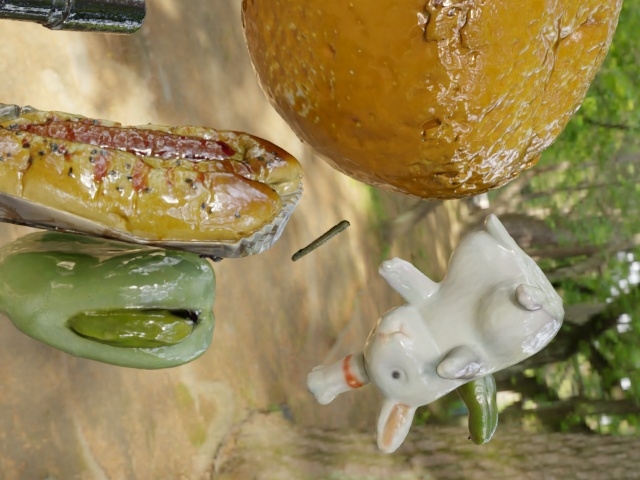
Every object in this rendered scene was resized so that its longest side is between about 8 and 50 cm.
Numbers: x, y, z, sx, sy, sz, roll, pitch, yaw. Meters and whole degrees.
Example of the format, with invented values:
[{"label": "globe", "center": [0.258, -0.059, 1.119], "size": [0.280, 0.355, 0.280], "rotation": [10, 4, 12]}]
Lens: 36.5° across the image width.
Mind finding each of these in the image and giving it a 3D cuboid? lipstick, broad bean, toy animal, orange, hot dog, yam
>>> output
[{"label": "lipstick", "center": [-0.352, -0.312, 1.246], "size": [0.300, 0.081, 0.081], "rotation": [-8, 87, -52]}, {"label": "broad bean", "center": [0.156, 0.131, 1.125], "size": [0.070, 0.048, 0.213], "rotation": [-53, -132, 50]}, {"label": "toy animal", "center": [0.105, 0.102, 0.974], "size": [0.138, 0.282, 0.140], "rotation": [54, 9, -51]}, {"label": "broad bean", "center": [-0.191, 0.047, 0.839], "size": [0.169, 0.228, 0.100], "rotation": [-6, 105, -41]}, {"label": "orange", "center": [0.089, -0.208, 0.833], "size": [0.341, 0.293, 0.340], "rotation": [-35, 141, -35]}, {"label": "hot dog", "center": [-0.136, -0.045, 0.669], "size": [0.131, 0.253, 0.069], "rotation": [-95, -164, -59]}, {"label": "yam", "center": [0.000, 0.000, 1.459], "size": [0.014, 0.107, 0.014], "rotation": [53, 12, -16]}]
